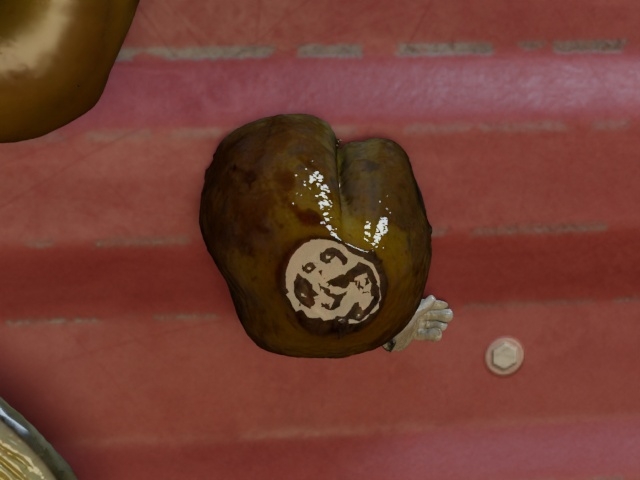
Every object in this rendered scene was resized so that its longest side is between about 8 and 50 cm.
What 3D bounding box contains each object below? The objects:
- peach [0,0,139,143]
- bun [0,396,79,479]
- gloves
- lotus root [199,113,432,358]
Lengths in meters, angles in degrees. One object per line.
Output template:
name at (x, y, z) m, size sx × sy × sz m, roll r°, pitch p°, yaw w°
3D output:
peach at (-0.262, -0.202, 1.279) m, size 0.251 × 0.153 × 0.251 m, roll 0°, pitch 93°, yaw 6°
bun at (-0.300, 0.231, 1.349) m, size 0.243 × 0.153 × 0.244 m, roll 1°, pitch 84°, yaw -10°
gloves at (0.078, 0.073, 1.432) m, size 0.081 × 0.037 × 0.044 m, roll -13°, pitch 140°, yaw -20°
lotus root at (0.001, 0.000, 1.339) m, size 0.188 × 0.180 × 0.199 m, roll -20°, pitch 104°, yaw 1°
